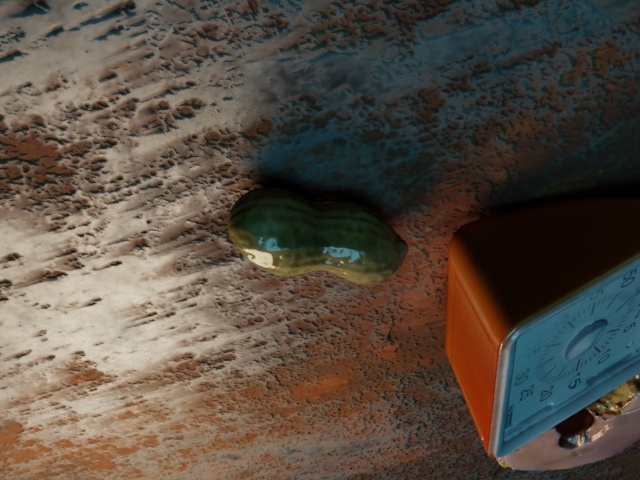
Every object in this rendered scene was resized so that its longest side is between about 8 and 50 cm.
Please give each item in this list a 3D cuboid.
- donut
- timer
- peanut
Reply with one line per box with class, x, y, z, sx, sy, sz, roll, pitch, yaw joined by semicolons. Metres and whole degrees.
donut;0.322;0.232;1.177;0.232;0.085;0.199;-4;138;-6
timer;0.270;0.079;0.944;0.249;0.161;0.257;-15;139;-6
peanut;-0.001;0.001;0.863;0.192;0.089;0.089;12;135;-21
